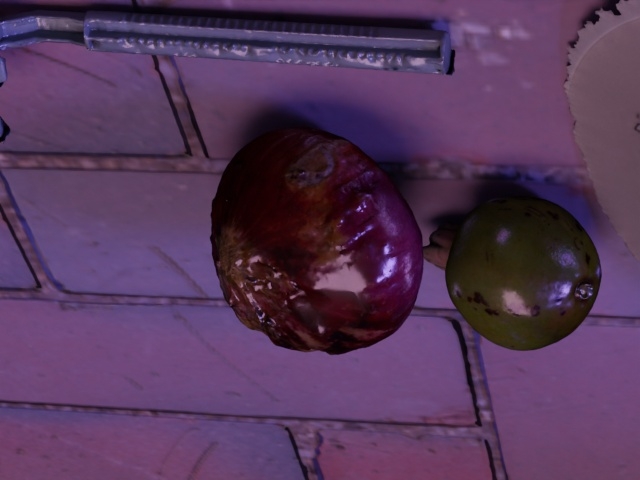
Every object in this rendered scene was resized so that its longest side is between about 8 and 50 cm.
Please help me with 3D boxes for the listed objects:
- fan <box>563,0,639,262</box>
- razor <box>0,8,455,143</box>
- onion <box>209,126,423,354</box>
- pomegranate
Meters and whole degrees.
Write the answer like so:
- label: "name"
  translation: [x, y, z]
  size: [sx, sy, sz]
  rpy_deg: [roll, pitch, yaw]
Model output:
- label: "fan"
  translation: [0.261, 0.048, 0.740]
  size: [0.414, 0.012, 0.233]
  rpy_deg: [42, 157, -3]
- label: "razor"
  translation: [-0.049, -0.083, 0.773]
  size: [0.211, 0.036, 0.084]
  rpy_deg: [2, 123, 8]
- label: "onion"
  translation: [0.000, 0.000, 0.819]
  size: [0.107, 0.097, 0.107]
  rpy_deg: [26, 135, 29]
- label: "pomegranate"
  translation: [0.088, 0.014, 0.832]
  size: [0.073, 0.073, 0.084]
  rpy_deg: [26, 178, -16]
